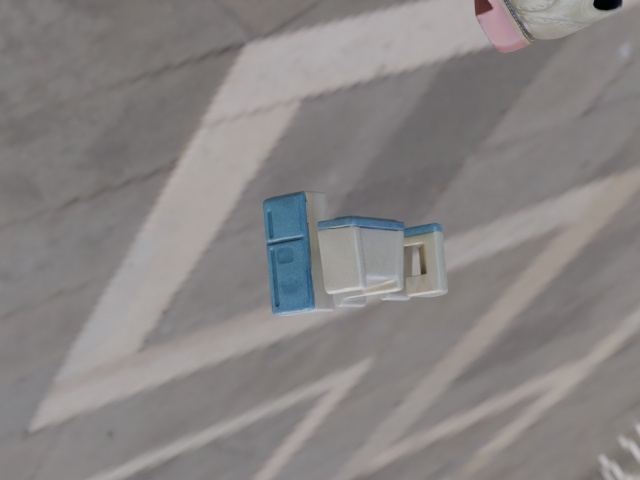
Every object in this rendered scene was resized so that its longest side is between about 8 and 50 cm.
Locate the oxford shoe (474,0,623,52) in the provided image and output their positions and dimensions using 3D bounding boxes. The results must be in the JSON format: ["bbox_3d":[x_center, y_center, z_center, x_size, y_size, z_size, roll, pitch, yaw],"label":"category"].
[{"bbox_3d":[0.168,-0.261,1.376,0.130,0.123,0.348,-9,166,16],"label":"oxford shoe"}]

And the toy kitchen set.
[{"bbox_3d":[0.000,0.000,1.606,0.207,0.122,0.166,-11,171,38],"label":"toy kitchen set"}]
